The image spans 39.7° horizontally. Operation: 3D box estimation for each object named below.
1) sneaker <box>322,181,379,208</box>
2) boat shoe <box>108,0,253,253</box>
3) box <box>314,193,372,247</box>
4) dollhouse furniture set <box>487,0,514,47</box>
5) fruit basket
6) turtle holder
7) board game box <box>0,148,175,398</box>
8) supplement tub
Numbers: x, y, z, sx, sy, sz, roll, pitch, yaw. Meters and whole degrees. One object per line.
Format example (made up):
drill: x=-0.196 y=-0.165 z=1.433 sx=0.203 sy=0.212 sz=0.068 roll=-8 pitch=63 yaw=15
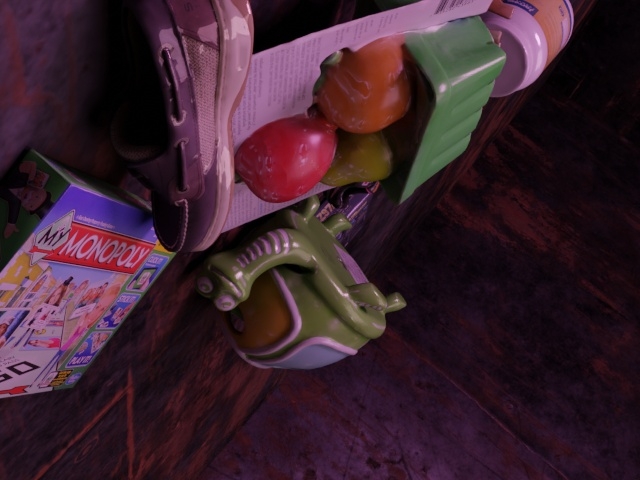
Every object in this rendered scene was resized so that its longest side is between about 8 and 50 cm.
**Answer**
sneaker: x=0.078 y=-0.112 z=1.387 sx=0.178 sy=0.077 sz=0.072 roll=-38 pitch=154 yaw=19
boat shoe: x=-0.120 y=-0.089 z=0.695 sx=0.092 sy=0.103 sz=0.285 roll=-19 pitch=150 yaw=-27
box: x=0.000 y=0.000 z=1.655 sx=0.232 sy=0.059 sz=0.183 roll=-48 pitch=170 yaw=-18
dollhouse furniture set: x=0.169 y=-0.328 z=1.035 sx=0.259 sy=0.135 sz=0.262 roll=-10 pitch=118 yaw=-79
fruit basket: x=0.001 y=-0.134 z=0.935 sx=0.353 sy=0.165 sz=0.327 roll=-17 pitch=157 yaw=-13
turtle holder: x=-0.035 y=0.084 z=1.288 sx=0.227 sy=0.243 sz=0.320 roll=-36 pitch=-178 yaw=11
board game box: x=-0.236 y=0.044 z=0.786 sx=0.213 sy=0.046 sz=0.317 roll=-51 pitch=170 yaw=1
supplement tub: x=0.310 y=-0.326 z=1.423 sx=0.199 sy=0.144 sz=0.144 roll=-46 pitch=169 yaw=-44
